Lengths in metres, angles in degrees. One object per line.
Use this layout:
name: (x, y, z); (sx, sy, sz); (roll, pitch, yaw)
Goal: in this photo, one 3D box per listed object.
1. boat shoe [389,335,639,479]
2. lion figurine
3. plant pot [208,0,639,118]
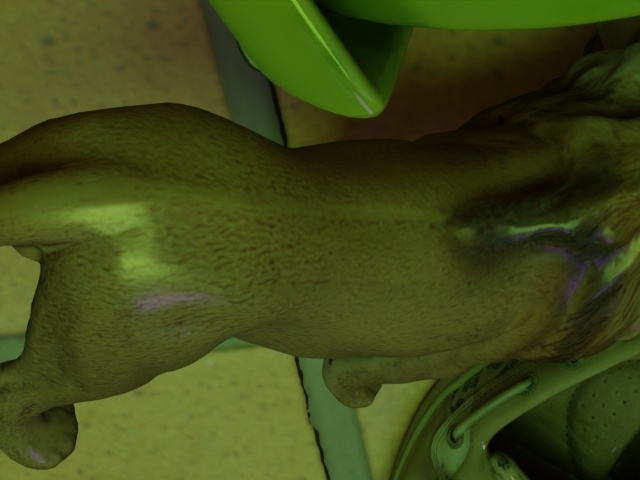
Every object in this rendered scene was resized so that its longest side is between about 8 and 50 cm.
boat shoe: (0.119, 0.090, 0.673); (0.104, 0.089, 0.285); (27, 121, -12)
lion figurine: (0.000, 0.000, 0.520); (0.240, 0.392, 0.142); (-24, 81, 50)
plant pot: (0.038, -0.186, 0.436); (0.207, 0.227, 0.228); (-24, 116, 27)
